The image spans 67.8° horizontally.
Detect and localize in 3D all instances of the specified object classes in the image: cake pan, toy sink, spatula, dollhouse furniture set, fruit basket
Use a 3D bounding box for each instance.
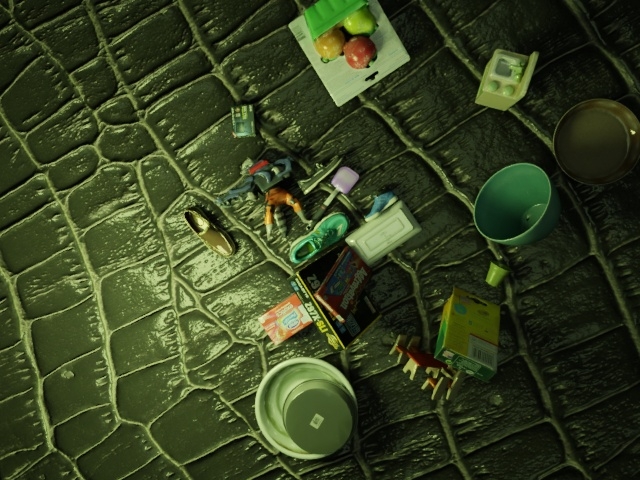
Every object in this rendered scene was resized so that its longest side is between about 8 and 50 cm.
[{"bbox_3d":[-0.006,0.670,1.793,0.293,0.054,0.294,0,93,6],"label":"cake pan"},{"bbox_3d":[0.642,-0.569,1.674,0.131,0.234,0.153,17,95,4],"label":"toy sink"},{"bbox_3d":[0.033,-0.155,1.858,0.084,0.030,0.296,38,96,4],"label":"spatula"},{"bbox_3d":[0.431,0.443,1.749,0.259,0.262,0.135,13,108,-33],"label":"dollhouse furniture set"},{"bbox_3d":[0.109,-0.741,1.782,0.327,0.165,0.353,-33,105,7],"label":"fruit basket"}]

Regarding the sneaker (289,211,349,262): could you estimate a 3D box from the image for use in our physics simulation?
[{"bbox_3d":[0.000,0.000,1.826,0.275,0.110,0.107,-38,101,7],"label":"sneaker"}]

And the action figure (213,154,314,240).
[{"bbox_3d":[-0.227,-0.159,1.819,0.341,0.178,0.330,-25,85,-14],"label":"action figure"}]

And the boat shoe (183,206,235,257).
[{"bbox_3d":[-0.447,-0.027,1.880,0.257,0.095,0.095,42,96,2],"label":"boat shoe"}]

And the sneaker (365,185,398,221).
[{"bbox_3d":[0.214,-0.146,1.825,0.152,0.058,0.085,-39,94,2],"label":"sneaker"}]

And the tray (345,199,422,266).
[{"bbox_3d":[0.244,-0.024,1.845,0.270,0.030,0.145,-35,90,6],"label":"tray"}]

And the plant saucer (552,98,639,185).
[{"bbox_3d":[1.003,-0.356,1.741,0.310,0.050,0.311,0,93,5],"label":"plant saucer"}]

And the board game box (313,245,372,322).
[{"bbox_3d":[0.090,0.155,1.755,0.145,0.281,0.027,46,135,-11],"label":"board game box"}]

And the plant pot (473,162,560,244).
[{"bbox_3d":[0.726,-0.102,1.694,0.195,0.290,0.290,24,96,-32],"label":"plant pot"}]

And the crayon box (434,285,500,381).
[{"bbox_3d":[0.544,0.332,1.739,0.202,0.319,0.081,25,133,5],"label":"crayon box"}]

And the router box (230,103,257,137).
[{"bbox_3d":[-0.301,-0.468,1.872,0.092,0.038,0.123,-5,92,5],"label":"router box"}]

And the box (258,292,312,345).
[{"bbox_3d":[-0.097,0.276,1.846,0.256,0.122,0.128,-34,90,6],"label":"box"}]

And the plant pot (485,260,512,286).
[{"bbox_3d":[0.662,0.129,1.792,0.083,0.083,0.079,24,108,4],"label":"plant pot"}]

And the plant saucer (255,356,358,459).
[{"bbox_3d":[-0.052,0.645,1.873,0.400,0.100,0.401,0,93,5],"label":"plant saucer"}]

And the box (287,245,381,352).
[{"bbox_3d":[0.057,0.213,1.767,0.079,0.257,0.322,-33,88,45],"label":"box"}]

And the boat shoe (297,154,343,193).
[{"bbox_3d":[-0.002,-0.266,1.835,0.206,0.075,0.065,-41,92,11],"label":"boat shoe"}]
